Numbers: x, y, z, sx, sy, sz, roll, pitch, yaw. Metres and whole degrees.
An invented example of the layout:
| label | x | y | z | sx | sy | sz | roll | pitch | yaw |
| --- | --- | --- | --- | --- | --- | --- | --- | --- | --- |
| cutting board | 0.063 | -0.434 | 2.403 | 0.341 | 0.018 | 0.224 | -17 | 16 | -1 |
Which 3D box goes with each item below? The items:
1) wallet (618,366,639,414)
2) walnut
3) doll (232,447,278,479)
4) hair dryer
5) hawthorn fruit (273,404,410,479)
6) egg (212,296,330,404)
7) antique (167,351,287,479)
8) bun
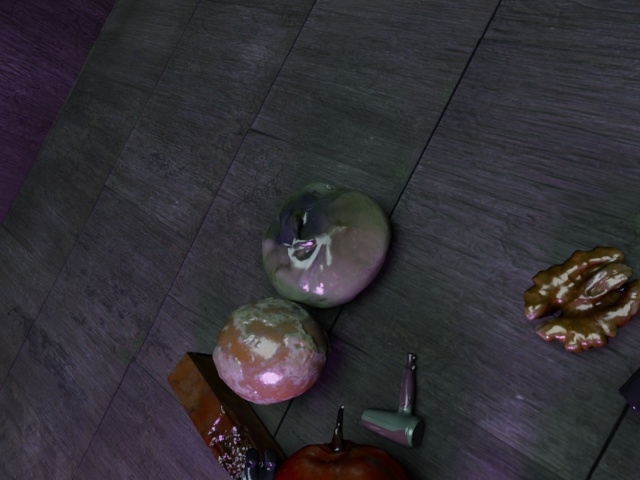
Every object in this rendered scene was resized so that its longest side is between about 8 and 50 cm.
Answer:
| label | x | y | z | sx | sy | sz | roll | pitch | yaw |
| --- | --- | --- | --- | --- | --- | --- | --- | --- | --- |
| wallet | 0.559 | 0.090 | 0.572 | 0.228 | 0.062 | 0.406 | 30 | 112 | 6 |
| walnut | 0.401 | 0.093 | 0.785 | 0.170 | 0.069 | 0.143 | -34 | 57 | 18 |
| doll | -0.130 | 0.515 | 0.911 | 0.194 | 0.153 | 0.258 | -20 | 99 | 1 |
| hair dryer | 0.143 | 0.276 | 0.915 | 0.106 | 0.054 | 0.154 | 8 | 68 | 40 |
| hawthorn fruit | 0.032 | 0.413 | 0.800 | 0.254 | 0.254 | 0.300 | -2 | 84 | 33 |
| egg | -0.092 | 0.212 | 0.991 | 0.245 | 0.203 | 0.203 | -10 | 68 | 41 |
| antique | -0.198 | 0.367 | 1.074 | 0.087 | 0.093 | 0.310 | -52 | 54 | 8 |
| bun | 0.001 | 0.005 | 1.025 | 0.272 | 0.168 | 0.273 | -12 | 62 | 24 |
